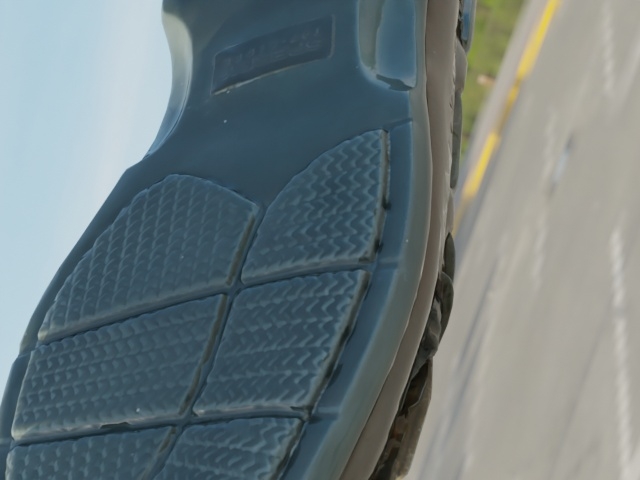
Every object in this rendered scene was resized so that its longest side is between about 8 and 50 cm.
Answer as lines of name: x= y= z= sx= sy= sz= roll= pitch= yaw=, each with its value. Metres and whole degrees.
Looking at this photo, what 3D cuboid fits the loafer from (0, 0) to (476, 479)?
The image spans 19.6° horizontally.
loafer: x=0.000 y=0.000 z=0.436 sx=0.084 sy=0.096 sz=0.267 roll=50 pitch=-139 yaw=-42
